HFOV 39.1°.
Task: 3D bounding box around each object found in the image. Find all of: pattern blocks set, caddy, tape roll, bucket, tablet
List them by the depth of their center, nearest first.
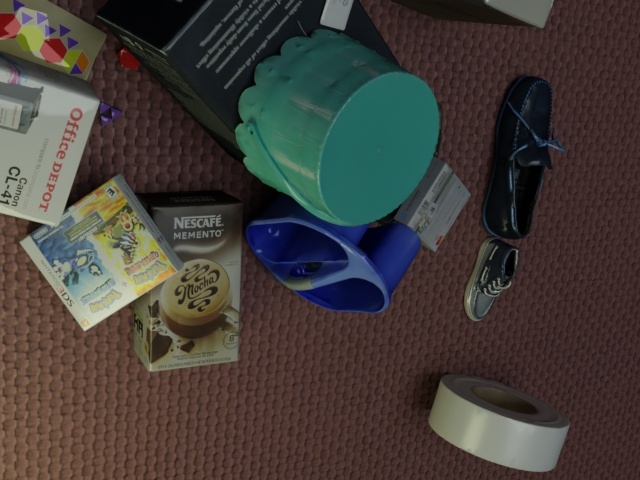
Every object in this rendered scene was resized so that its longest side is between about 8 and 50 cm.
[{"bbox_3d":[0.033,-0.166,1.368,0.281,0.183,0.281,-23,130,-31],"label":"bucket"},{"bbox_3d":[0.030,-0.365,1.371,0.054,0.006,0.083,2,113,-45],"label":"tablet"},{"bbox_3d":[-0.441,-0.306,1.432,0.325,0.026,0.285,36,92,-32],"label":"pattern blocks set"},{"bbox_3d":[0.010,0.020,1.589,0.241,0.341,0.179,48,66,-21],"label":"caddy"},{"bbox_3d":[0.377,0.382,1.916,0.286,0.286,0.100,12,98,-29],"label":"tape roll"}]

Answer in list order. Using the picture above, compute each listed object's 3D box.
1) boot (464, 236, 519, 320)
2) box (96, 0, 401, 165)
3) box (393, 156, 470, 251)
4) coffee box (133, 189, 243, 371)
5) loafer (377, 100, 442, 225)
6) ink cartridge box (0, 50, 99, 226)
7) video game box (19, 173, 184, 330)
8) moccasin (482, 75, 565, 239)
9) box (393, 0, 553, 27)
[{"bbox_3d":[0.369,0.092,1.938,0.069,0.086,0.190,4,103,-28],"label":"boot"},{"bbox_3d":[-0.098,-0.313,1.448,0.293,0.212,0.395,-50,138,-7],"label":"box"},{"bbox_3d":[0.226,-0.069,1.797,0.145,0.038,0.186,-58,150,-1],"label":"box"},{"bbox_3d":[-0.237,0.066,1.599,0.168,0.119,0.297,-4,106,-25],"label":"coffee box"},{"bbox_3d":[0.182,-0.153,1.782,0.084,0.096,0.267,4,111,-48],"label":"loafer"},{"bbox_3d":[-0.517,-0.173,1.358,0.306,0.131,0.226,16,105,-26],"label":"ink cartridge box"},{"bbox_3d":[-0.361,0.022,1.486,0.205,0.048,0.187,-32,101,15],"label":"video game box"},{"bbox_3d":[0.440,-0.167,1.882,0.137,0.117,0.342,-1,105,-27],"label":"moccasin"},{"bbox_3d":[0.264,-0.461,1.592,0.148,0.311,0.121,13,99,-30],"label":"box"}]
